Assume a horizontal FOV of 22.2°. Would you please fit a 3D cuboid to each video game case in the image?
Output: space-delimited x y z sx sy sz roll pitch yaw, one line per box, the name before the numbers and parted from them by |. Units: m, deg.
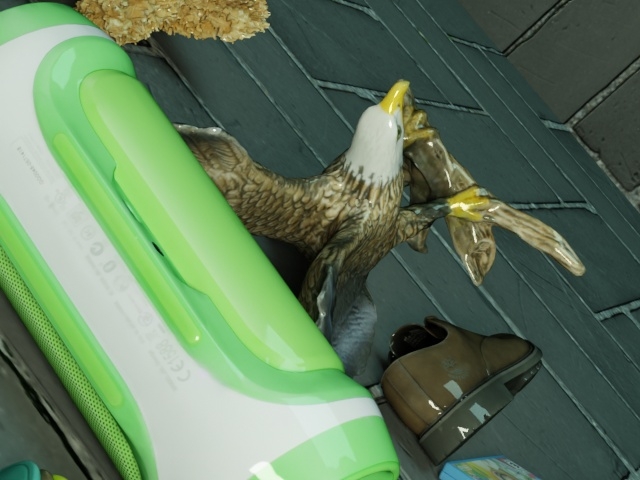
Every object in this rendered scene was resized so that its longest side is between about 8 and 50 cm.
video game case | 0.173 0.200 1.136 0.166 0.015 0.119 31 9 25

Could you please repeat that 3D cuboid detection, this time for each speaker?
speaker | -0.087 0.024 0.806 0.296 0.131 0.131 54 18 20

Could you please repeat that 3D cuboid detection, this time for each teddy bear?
teddy bear | -0.181 -0.234 1.228 0.245 0.113 0.338 45 23 16

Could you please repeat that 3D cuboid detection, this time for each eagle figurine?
eagle figurine | 0.001 -0.010 1.065 0.298 0.226 0.225 -29 119 -44

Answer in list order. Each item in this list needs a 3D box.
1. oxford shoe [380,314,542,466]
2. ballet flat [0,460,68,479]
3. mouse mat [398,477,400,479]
oxford shoe | 0.104 0.090 1.205 0.096 0.083 0.227 46 15 10
ballet flat | -0.112 0.155 0.556 0.077 0.077 0.231 61 12 -14
mouse mat | 0.000 0.106 0.891 0.189 0.007 0.152 54 -18 20
